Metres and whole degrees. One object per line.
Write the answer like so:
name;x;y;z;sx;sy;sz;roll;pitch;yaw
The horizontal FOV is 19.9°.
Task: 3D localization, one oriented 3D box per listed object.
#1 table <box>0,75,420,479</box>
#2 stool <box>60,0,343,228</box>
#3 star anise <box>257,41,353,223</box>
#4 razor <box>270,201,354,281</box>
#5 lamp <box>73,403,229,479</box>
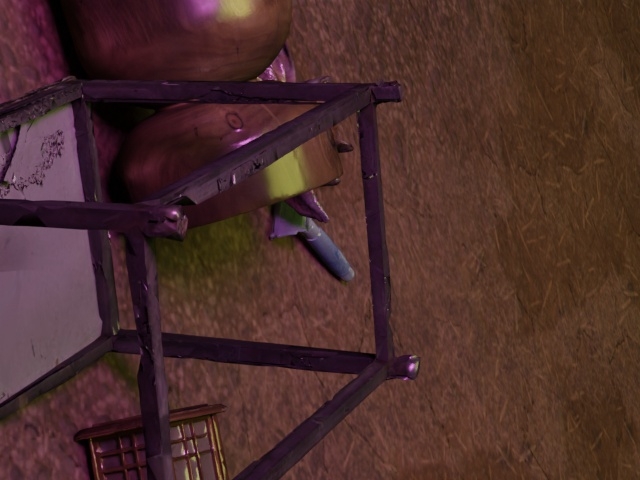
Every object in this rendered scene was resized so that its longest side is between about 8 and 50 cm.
table;-0.123;0.032;1.183;0.335;0.272;0.222;-35;125;-60
stool;-0.103;-0.153;1.445;0.179;0.179;0.264;-30;105;-61
star anise;-0.046;-0.103;1.642;0.195;0.065;0.182;36;45;-36
razor;0.000;0.000;1.721;0.135;0.040;0.068;49;39;-49
lamp;-0.099;0.289;1.363;0.089;0.090;0.325;-2;79;-60
